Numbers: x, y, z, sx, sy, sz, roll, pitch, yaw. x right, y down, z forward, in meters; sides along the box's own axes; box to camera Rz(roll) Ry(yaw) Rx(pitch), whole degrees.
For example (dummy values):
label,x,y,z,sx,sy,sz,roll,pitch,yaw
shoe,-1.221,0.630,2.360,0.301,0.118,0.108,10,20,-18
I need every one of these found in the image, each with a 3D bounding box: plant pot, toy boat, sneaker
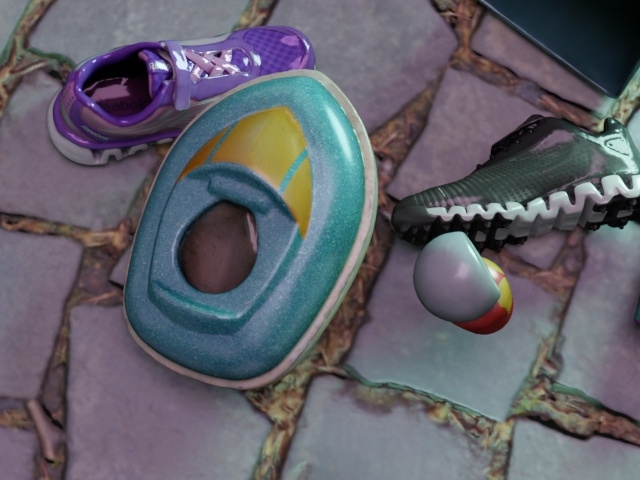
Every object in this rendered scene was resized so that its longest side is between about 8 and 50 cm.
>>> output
label,x,y,z,sx,sy,sz,roll,pitch,yaw
plant pot,0.276,-0.284,1.496,0.166,0.165,0.234,37,65,7
toy boat,0.000,0.000,1.344,0.318,0.148,0.267,17,82,20
sneaker,0.168,-0.053,1.457,0.234,0.078,0.106,-9,67,-8
sneaker,-0.114,-0.132,1.442,0.236,0.104,0.095,-15,73,-10

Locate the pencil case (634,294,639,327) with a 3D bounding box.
label,x,y,z,sx,sy,sz,roll,pitch,yaw
pencil case,0.314,0.015,1.450,0.070,0.064,0.151,18,71,2
